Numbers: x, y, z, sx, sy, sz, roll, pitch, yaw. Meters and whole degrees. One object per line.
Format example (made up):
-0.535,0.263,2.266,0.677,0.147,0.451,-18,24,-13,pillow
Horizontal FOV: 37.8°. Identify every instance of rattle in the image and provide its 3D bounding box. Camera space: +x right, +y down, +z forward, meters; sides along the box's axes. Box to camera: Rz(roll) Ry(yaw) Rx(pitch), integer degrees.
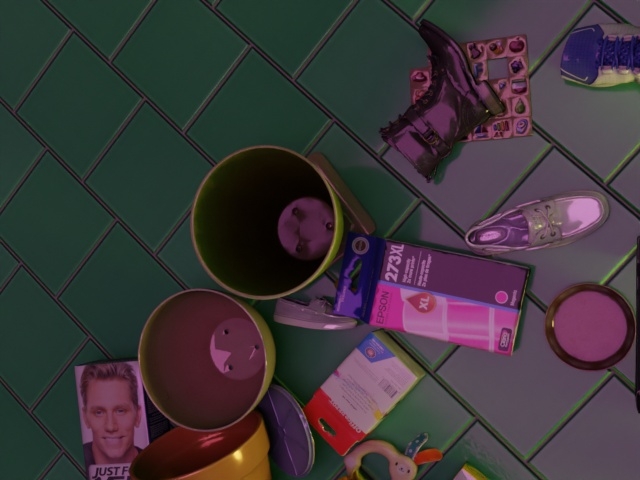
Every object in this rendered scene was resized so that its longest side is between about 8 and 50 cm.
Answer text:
0.127,0.453,1.857,0.199,0.142,0.130,-17,67,25,rattle

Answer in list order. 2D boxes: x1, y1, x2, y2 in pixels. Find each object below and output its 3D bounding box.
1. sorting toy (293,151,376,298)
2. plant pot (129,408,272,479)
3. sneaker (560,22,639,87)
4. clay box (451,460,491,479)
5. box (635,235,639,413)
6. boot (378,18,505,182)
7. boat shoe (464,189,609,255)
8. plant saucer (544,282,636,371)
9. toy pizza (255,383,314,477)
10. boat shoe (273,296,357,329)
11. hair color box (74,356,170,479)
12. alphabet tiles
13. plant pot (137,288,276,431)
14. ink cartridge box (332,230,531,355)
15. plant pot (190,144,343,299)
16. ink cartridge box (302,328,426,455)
0.000,0.000,1.946,0.229,0.041,0.307,-38,79,11,sorting toy
-0.218,0.501,1.918,0.290,0.291,0.204,-17,103,19,plant pot
0.590,-0.334,1.657,0.315,0.182,0.128,11,93,18,sneaker
0.335,0.555,1.828,0.222,0.053,0.127,38,103,14,clay box
0.742,0.145,1.585,0.394,0.097,0.318,1,57,19,box
0.207,-0.274,1.829,0.229,0.091,0.263,-38,81,15,boot
0.407,-0.026,1.770,0.277,0.096,0.098,-18,85,18,boat shoe
0.511,0.164,1.773,0.168,0.029,0.169,0,90,18,plant saucer
-0.069,0.391,1.934,0.201,0.032,0.201,26,123,47,toy pizza
-0.010,0.148,1.940,0.184,0.066,0.063,6,94,29,boat shoe
-0.428,0.436,2.063,0.173,0.105,0.347,-8,88,19,hair color box
0.295,-0.295,1.851,0.237,0.009,0.198,-4,90,19,alphabet tiles
-0.206,0.237,1.937,0.284,0.191,0.284,0,90,19,plant pot
0.211,0.100,1.836,0.370,0.069,0.176,12,93,14,ink cartridge box
-0.067,-0.027,1.790,0.274,0.293,0.275,-1,88,15,plant pot
0.085,0.309,1.897,0.134,0.078,0.231,45,104,14,ink cartridge box
